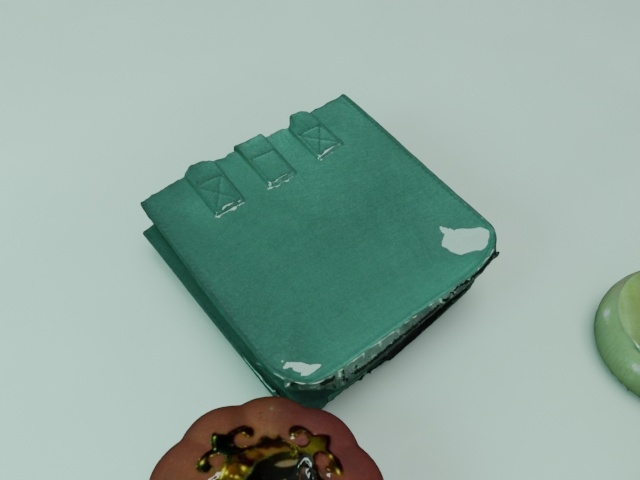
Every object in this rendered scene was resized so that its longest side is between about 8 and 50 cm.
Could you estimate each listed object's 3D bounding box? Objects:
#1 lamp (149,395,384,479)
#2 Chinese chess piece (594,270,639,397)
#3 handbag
[{"bbox_3d":[-0.038,0.195,0.422,0.181,0.140,0.182,2,48,-2],"label":"lamp"},{"bbox_3d":[0.346,0.095,0.585,0.143,0.059,0.144,2,51,-3],"label":"Chinese chess piece"},{"bbox_3d":[0.001,0.004,0.600,0.268,0.100,0.274,-35,62,-23],"label":"handbag"}]
